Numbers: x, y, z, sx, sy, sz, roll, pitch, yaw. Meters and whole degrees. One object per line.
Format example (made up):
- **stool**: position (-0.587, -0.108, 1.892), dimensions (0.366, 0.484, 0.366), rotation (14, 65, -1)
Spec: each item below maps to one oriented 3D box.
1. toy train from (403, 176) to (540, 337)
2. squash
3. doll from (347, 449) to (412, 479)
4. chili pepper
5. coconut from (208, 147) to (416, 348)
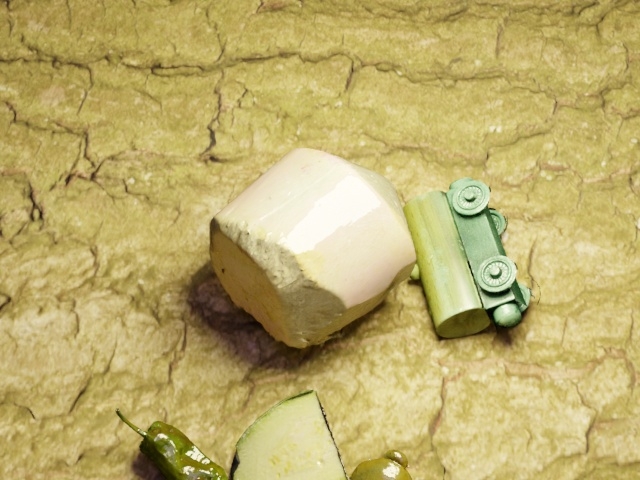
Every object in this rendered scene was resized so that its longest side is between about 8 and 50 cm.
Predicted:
- **toy train**: position (0.249, 0.036, 2.255), dimensions (0.189, 0.126, 0.307), rotation (-27, 54, 18)
- **squash**: position (-0.042, 0.352, 2.040), dimensions (0.184, 0.085, 0.192), rotation (-30, 51, 12)
- **doll**: position (0.120, 0.424, 1.989), dimensions (0.137, 0.097, 0.209), rotation (-33, 75, 13)
- **chili pepper**: position (-0.230, 0.328, 2.041), dimensions (0.204, 0.073, 0.072), rotation (39, 43, 10)
- **coconut**: position (0.000, 0.000, 2.164), dimensions (0.309, 0.297, 0.297), rotation (-36, 63, -22)
